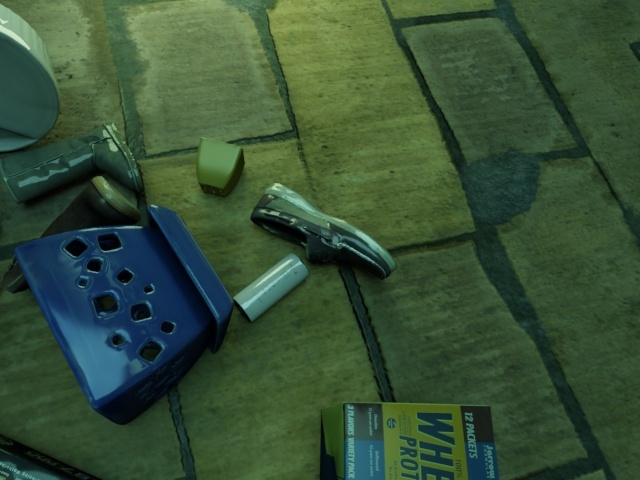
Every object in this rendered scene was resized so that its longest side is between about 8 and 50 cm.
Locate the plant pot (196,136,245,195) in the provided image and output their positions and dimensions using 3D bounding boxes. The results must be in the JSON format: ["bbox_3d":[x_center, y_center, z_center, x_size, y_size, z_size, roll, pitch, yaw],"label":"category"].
[{"bbox_3d":[-0.197,-0.134,0.855,0.081,0.081,0.083,14,76,-3],"label":"plant pot"}]

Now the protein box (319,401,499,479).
[{"bbox_3d":[0.112,0.310,0.642,0.201,0.200,0.136,4,67,-8],"label":"protein box"}]

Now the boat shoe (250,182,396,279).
[{"bbox_3d":[0.000,0.000,0.818,0.285,0.103,0.092,32,71,10],"label":"boat shoe"}]

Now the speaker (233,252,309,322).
[{"bbox_3d":[-0.087,0.083,0.789,0.136,0.055,0.055,-39,77,-21],"label":"speaker"}]

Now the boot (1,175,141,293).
[{"bbox_3d":[-0.387,0.005,0.687,0.090,0.248,0.207,48,68,-20],"label":"boot"}]

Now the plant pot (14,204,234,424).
[{"bbox_3d":[-0.263,0.103,0.663,0.212,0.236,0.236,-30,76,-27],"label":"plant pot"}]

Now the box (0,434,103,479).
[{"bbox_3d":[-0.452,0.431,0.559,0.394,0.097,0.319,25,67,1],"label":"box"}]

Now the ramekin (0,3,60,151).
[{"bbox_3d":[-0.598,-0.291,0.766,0.272,0.273,0.127,-10,57,-13],"label":"ramekin"}]

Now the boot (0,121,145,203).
[{"bbox_3d":[-0.448,-0.122,0.811,0.208,0.076,0.190,-27,59,-26],"label":"boot"}]
